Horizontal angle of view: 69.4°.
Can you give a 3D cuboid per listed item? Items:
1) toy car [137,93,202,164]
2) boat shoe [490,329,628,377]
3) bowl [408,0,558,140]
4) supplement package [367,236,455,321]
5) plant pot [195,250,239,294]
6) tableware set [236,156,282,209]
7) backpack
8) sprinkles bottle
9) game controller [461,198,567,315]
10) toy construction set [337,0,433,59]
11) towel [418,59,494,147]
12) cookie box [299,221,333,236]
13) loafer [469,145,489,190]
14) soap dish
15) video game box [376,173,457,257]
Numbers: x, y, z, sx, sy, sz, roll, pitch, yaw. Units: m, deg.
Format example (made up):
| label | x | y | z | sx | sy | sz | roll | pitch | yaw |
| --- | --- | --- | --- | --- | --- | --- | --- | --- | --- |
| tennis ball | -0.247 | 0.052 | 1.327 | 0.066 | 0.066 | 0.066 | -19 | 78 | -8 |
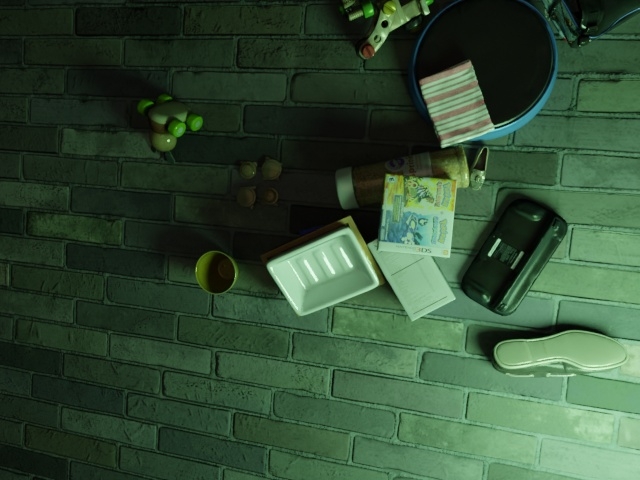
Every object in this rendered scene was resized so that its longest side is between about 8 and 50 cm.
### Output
| label | x | y | z | sx | sy | sz | roll | pitch | yaw |
| --- | --- | --- | --- | --- | --- | --- | --- | --- | --- |
| toy car | -0.485 | -0.338 | 1.468 | 0.155 | 0.149 | 0.188 | 35 | 129 | 12 |
| boat shoe | 0.637 | 0.314 | 1.260 | 0.336 | 0.095 | 0.112 | -4 | 57 | 10 |
| bowl | 0.434 | -0.469 | 1.248 | 0.392 | 0.077 | 0.390 | 1 | 94 | 13 |
| supplement package | 0.254 | 0.077 | 1.298 | 0.139 | 0.134 | 0.244 | -30 | 87 | 12 |
| plant pot | -0.309 | 0.095 | 1.452 | 0.134 | 0.095 | 0.134 | 1 | 94 | 14 |
| tableware set | -0.191 | -0.179 | 1.444 | 0.141 | 0.020 | 0.168 | 6 | 94 | 11 |
| backpack | 0.661 | -0.636 | 1.116 | 0.277 | 0.213 | 0.263 | -32 | 95 | 7 |
| sprinkles bottle | 0.225 | -0.174 | 1.295 | 0.356 | 0.121 | 0.121 | -10 | 92 | 13 |
| game controller | 0.530 | 0.047 | 1.279 | 0.167 | 0.067 | 0.319 | 34 | 100 | 23 |
| toy construction set | 0.169 | -0.640 | 1.197 | 0.238 | 0.309 | 0.257 | -20 | 97 | 9 |
| towel | 0.357 | -0.358 | 1.220 | 0.144 | 0.029 | 0.196 | -19 | 90 | 15 |
| cookie box | 0.000 | 0.000 | 1.400 | 0.107 | 0.040 | 0.091 | -14 | 92 | 13 |
| loafer | 0.440 | -0.202 | 1.283 | 0.045 | 0.039 | 0.125 | 12 | 97 | 11 |
| soap dish | 0.008 | 0.070 | 1.329 | 0.291 | 0.118 | 0.228 | -24 | 111 | 17 |
| video game box | 0.249 | -0.064 | 1.203 | 0.187 | 0.048 | 0.205 | 5 | 89 | 2 |
